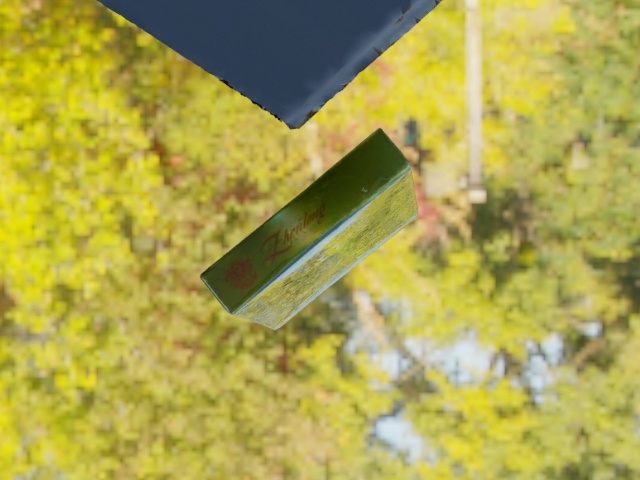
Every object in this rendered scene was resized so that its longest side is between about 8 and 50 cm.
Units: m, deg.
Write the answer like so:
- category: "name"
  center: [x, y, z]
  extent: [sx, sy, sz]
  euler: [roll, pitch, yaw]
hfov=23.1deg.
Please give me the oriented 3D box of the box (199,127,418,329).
- category: "box"
  center: [0.000, 0.000, 1.264]
  extent: [0.173, 0.043, 0.311]
  euler: [-39, 173, 1]

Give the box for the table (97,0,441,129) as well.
- category: "table"
  center: [-0.032, -0.199, 0.740]
  extent: [0.193, 0.169, 0.172]
  euler: [32, 123, -30]
